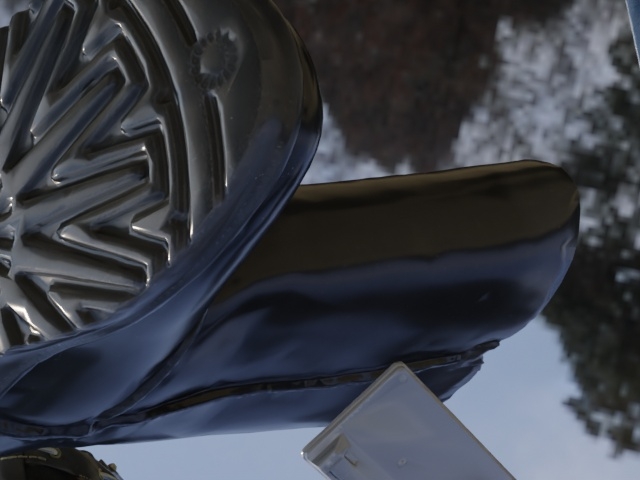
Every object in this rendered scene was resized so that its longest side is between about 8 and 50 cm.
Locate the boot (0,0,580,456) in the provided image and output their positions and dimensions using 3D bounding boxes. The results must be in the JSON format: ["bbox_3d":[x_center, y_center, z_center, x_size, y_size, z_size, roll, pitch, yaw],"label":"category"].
[{"bbox_3d":[-0.001,0.001,0.992,0.445,0.146,0.367,2,153,-46],"label":"boot"}]

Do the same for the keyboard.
[{"bbox_3d":[0.081,0.156,1.061,0.014,0.072,0.256,39,174,48],"label":"keyboard"}]

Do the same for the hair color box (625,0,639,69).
[{"bbox_3d":[0.305,-0.196,1.443,0.105,0.347,0.174,-10,-177,29],"label":"hair color box"}]

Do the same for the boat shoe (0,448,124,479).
[{"bbox_3d":[-0.138,0.173,1.218,0.084,0.079,0.233,-20,158,18],"label":"boat shoe"}]
